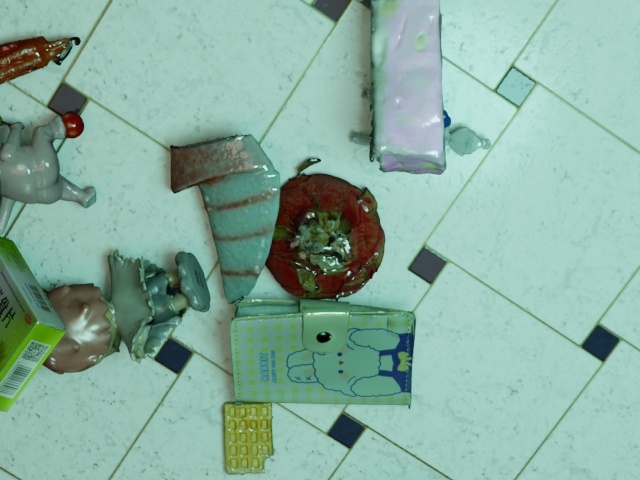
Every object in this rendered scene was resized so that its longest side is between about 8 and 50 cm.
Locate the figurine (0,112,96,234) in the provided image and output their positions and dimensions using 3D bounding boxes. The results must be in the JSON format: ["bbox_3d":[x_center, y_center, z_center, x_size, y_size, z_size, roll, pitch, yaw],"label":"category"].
[{"bbox_3d":[-0.521,-0.114,1.778,0.287,0.186,0.176,-13,147,-14],"label":"figurine"}]

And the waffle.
[{"bbox_3d":[-0.126,0.350,1.921,0.092,0.021,0.135,-3,102,1],"label":"waffle"}]

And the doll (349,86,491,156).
[{"bbox_3d":[0.167,-0.175,1.785,0.227,0.057,0.114,16,96,7],"label":"doll"}]

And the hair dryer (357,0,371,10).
[{"bbox_3d":[0.020,-0.420,1.741,0.154,0.044,0.183,-29,103,9],"label":"hair dryer"}]

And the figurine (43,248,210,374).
[{"bbox_3d":[-0.376,0.138,1.819,0.386,0.166,0.207,-24,67,8],"label":"figurine"}]

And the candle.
[{"bbox_3d":[-0.534,-0.288,1.768,0.301,0.059,0.084,-17,111,4],"label":"candle"}]

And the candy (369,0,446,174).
[{"bbox_3d":[0.135,-0.238,1.686,0.115,0.155,0.265,-2,84,9],"label":"candy"}]

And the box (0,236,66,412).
[{"bbox_3d":[-0.531,0.129,1.772,0.062,0.260,0.175,26,106,-47],"label":"box"}]

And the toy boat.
[{"bbox_3d":[-0.143,-0.031,1.779,0.206,0.096,0.282,-5,101,26],"label":"toy boat"}]

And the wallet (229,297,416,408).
[{"bbox_3d":[0.005,0.193,1.835,0.309,0.077,0.223,1,123,0],"label":"wallet"}]

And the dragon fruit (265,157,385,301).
[{"bbox_3d":[0.001,0.004,1.778,0.218,0.148,0.224,31,101,-5],"label":"dragon fruit"}]
